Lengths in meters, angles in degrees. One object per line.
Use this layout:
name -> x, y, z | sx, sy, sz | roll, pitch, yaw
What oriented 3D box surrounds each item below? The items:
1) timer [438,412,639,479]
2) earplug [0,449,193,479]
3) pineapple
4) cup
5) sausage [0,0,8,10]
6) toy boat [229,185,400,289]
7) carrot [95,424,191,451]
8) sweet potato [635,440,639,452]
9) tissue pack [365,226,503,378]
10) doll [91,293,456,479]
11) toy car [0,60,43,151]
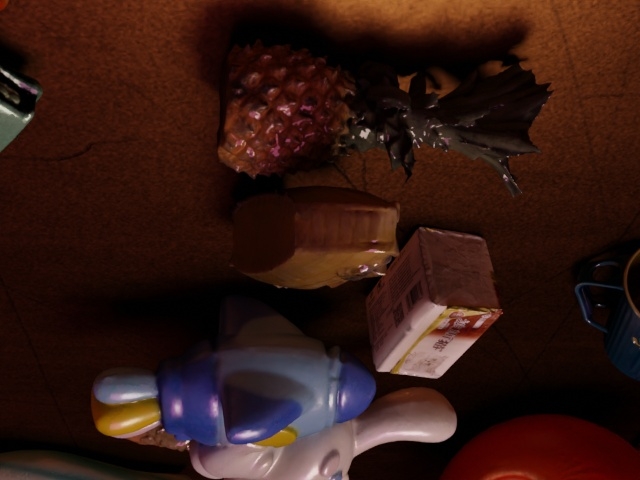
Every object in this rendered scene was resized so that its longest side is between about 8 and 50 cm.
timer -> 0.336, 0.445, 1.356 | 0.378, 0.378, 0.279 | -28, 141, 26
earplug -> -0.360, 0.393, 1.362 | 0.324, 0.185, 0.185 | 28, 132, -30
pineapple -> 0.053, -0.103, 0.781 | 0.277, 0.119, 0.130 | 4, -173, -8
cup -> 0.390, 0.085, 1.102 | 0.176, 0.131, 0.155 | 19, 151, 14
sausage -> -0.309, -0.207, 0.539 | 0.141, 0.153, 0.268 | -7, 151, 39
toy boat -> 0.000, 0.000, 0.817 | 0.121, 0.089, 0.321 | 6, 175, -17
carrot -> -0.170, 0.242, 1.241 | 0.263, 0.102, 0.102 | -1, 144, -3
sweet potato -> 0.566, 0.385, 1.584 | 0.056, 0.056, 0.195 | -14, 135, 10
tissue pack -> 0.125, 0.073, 1.040 | 0.099, 0.106, 0.149 | 9, 142, -20
doll -> -0.064, 0.218, 1.073 | 0.376, 0.187, 0.365 | -42, 130, -8
toy car -> -0.377, -0.059, 0.781 | 0.320, 0.097, 0.141 | -31, 138, 30
